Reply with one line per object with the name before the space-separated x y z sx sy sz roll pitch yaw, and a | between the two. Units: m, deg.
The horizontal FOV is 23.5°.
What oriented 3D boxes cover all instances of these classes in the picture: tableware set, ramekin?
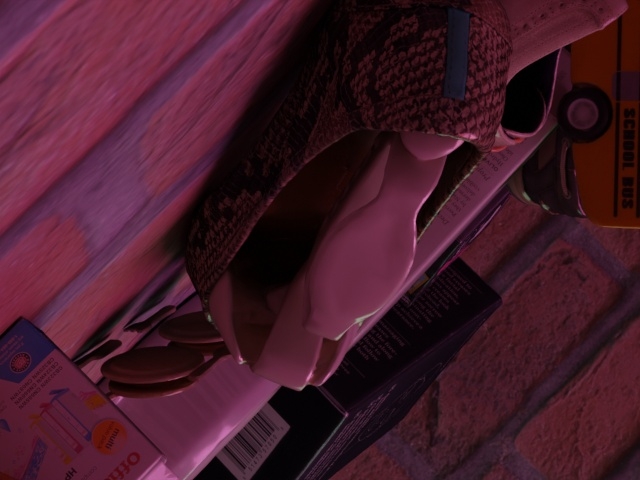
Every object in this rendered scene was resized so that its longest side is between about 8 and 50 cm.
tableware set | -0.119 0.102 1.324 0.194 0.128 0.039 -33 122 -64
ramekin | -0.155 0.180 1.629 0.273 0.127 0.273 -46 175 -5

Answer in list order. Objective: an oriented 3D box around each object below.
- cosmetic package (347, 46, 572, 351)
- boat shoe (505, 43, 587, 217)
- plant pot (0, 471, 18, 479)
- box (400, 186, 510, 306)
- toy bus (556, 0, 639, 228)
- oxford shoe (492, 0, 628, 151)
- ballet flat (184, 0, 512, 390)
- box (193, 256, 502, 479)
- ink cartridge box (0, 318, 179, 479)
cosmetic package | 0.091 -0.064 1.571 0.365 0.155 0.197 -50 175 29
boat shoe | 0.299 -0.187 1.632 0.132 0.130 0.355 -12 122 -37
plant pot | -0.225 0.253 0.879 0.203 0.291 0.291 -63 -175 -31
box | 0.142 -0.063 1.979 0.247 0.163 0.142 -41 170 -49
toy bus | 0.289 -0.180 1.396 0.108 0.130 0.332 -16 107 -68
oxford shoe | 0.086 -0.104 1.187 0.140 0.146 0.397 -44 176 -34
ballet flat | 0.000 0.000 1.119 0.483 0.164 0.182 124 -27 -55
box | 0.006 0.164 2.047 0.395 0.212 0.293 -29 159 -50
ink cartridge box | -0.168 0.135 0.993 0.092 0.143 0.090 -46 176 -9
